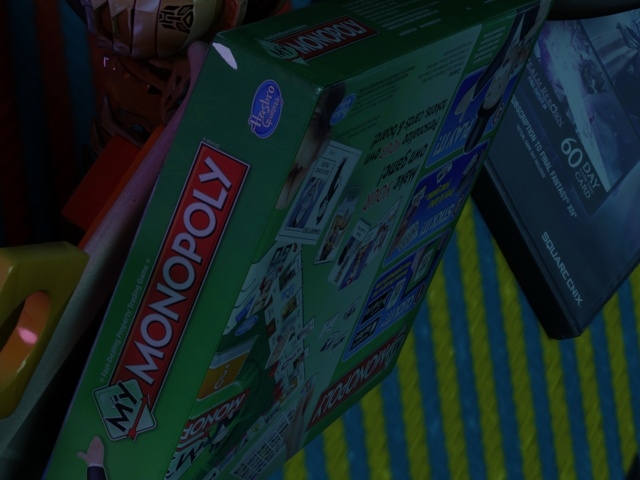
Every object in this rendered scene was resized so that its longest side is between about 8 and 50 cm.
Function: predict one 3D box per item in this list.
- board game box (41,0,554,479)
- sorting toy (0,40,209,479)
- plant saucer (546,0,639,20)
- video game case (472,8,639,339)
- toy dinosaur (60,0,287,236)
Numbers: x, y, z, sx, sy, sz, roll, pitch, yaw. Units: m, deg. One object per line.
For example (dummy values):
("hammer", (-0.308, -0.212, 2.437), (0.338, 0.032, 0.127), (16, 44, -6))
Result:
("board game box", (0.000, 0.000, 0.815), (0.213, 0.046, 0.317), (-66, 166, 20))
("sorting toy", (-0.081, 0.022, 0.767), (0.196, 0.047, 0.348), (-60, 167, -2))
("plant saucer", (0.155, -0.248, 1.003), (0.311, 0.050, 0.310), (-9, 121, -15))
("video game case", (0.168, -0.099, 1.168), (0.274, 0.026, 0.196), (-44, 113, -38))
("toy dinosaur", (-0.081, -0.135, 0.781), (0.164, 0.218, 0.322), (-12, 130, -59))
